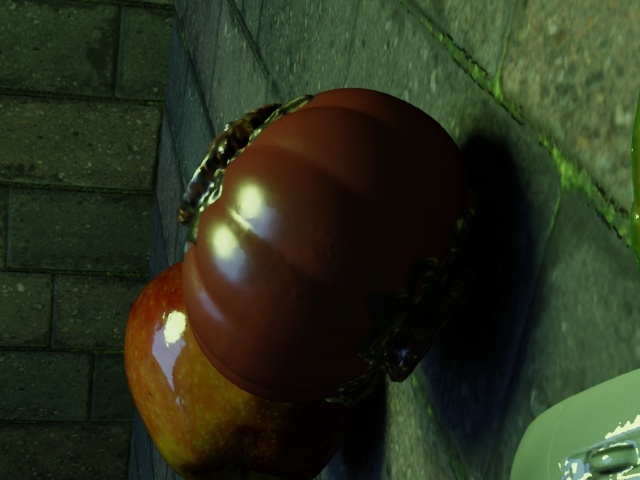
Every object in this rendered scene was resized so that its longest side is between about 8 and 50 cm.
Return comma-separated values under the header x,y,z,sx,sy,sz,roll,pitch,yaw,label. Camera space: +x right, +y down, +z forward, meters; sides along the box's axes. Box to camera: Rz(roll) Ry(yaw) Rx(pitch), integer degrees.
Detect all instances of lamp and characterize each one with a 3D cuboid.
x,y,z,sx,sy,sz,roll,pitch,yaw,label
0.000,0.000,0.748,0.227,0.227,0.226,-177,90,-76,lamp

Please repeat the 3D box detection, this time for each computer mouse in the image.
x,y,z,sx,sy,sz,roll,pitch,yaw,label
0.132,0.119,0.532,0.181,0.056,0.089,121,144,-60,computer mouse

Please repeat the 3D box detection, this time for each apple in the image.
x,y,z,sx,sy,sz,roll,pitch,yaw,label
-0.067,0.121,0.991,0.230,0.230,0.230,-177,90,-76,apple

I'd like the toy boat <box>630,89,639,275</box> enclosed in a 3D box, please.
x,y,z,sx,sy,sz,roll,pitch,yaw,label
0.163,-0.028,0.411,0.088,0.089,0.229,-8,-75,-67,toy boat
